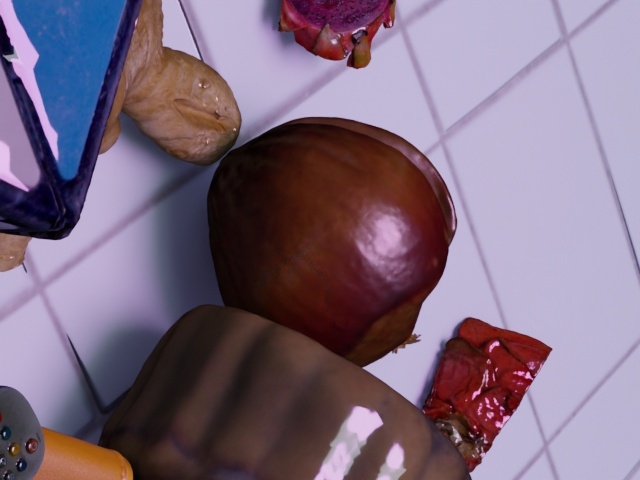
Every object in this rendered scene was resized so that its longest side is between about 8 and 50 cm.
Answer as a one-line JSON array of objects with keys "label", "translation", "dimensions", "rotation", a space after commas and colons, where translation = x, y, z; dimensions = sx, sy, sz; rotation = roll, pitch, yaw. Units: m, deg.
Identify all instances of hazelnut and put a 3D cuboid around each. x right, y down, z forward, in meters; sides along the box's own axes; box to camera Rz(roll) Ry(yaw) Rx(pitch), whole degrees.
[{"label": "hazelnut", "translation": [0.000, 0.000, 1.349], "dimensions": [0.251, 0.217, 0.217], "rotation": [-89, 176, -85]}]

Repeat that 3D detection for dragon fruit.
[{"label": "dragon fruit", "translation": [0.138, 0.169, 1.627], "dimensions": [0.092, 0.122, 0.192], "rotation": [34, 63, 3]}, {"label": "dragon fruit", "translation": [0.012, -0.211, 1.464], "dimensions": [0.112, 0.068, 0.126], "rotation": [-13, 62, -9]}]

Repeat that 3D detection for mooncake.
[{"label": "mooncake", "translation": [-0.031, 0.192, 1.276], "dimensions": [0.290, 0.290, 0.161], "rotation": [50, 62, -34]}]

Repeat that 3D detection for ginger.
[{"label": "ginger", "translation": [-0.177, -0.180, 1.190], "dimensions": [0.348, 0.122, 0.363], "rotation": [-55, 141, -61]}]

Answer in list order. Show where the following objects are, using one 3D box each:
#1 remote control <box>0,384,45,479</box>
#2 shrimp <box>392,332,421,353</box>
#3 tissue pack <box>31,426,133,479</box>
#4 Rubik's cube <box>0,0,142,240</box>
[{"label": "remote control", "translation": [-0.258, 0.172, 1.008], "dimensions": [0.222, 0.042, 0.072], "rotation": [-42, 119, -39]}, {"label": "shrimp", "translation": [0.044, 0.120, 1.526], "dimensions": [0.162, 0.045, 0.095], "rotation": [-7, 96, -48]}, {"label": "tissue pack", "translation": [-0.288, 0.194, 1.110], "dimensions": [0.274, 0.145, 0.194], "rotation": [27, 69, -44]}, {"label": "Rubik's cube", "translation": [-0.298, -0.185, 0.971], "dimensions": [0.310, 0.307, 0.305], "rotation": [28, 70, -43]}]
